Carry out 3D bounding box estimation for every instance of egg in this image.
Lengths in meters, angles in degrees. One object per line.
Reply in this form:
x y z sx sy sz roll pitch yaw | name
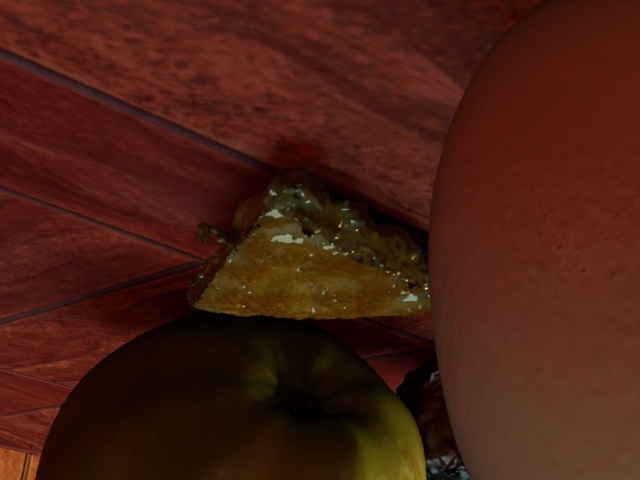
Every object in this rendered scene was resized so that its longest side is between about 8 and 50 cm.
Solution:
0.213 0.007 0.624 0.354 0.340 0.354 -22 155 -11 | egg

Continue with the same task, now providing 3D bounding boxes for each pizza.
0.000 0.000 1.046 0.280 0.075 0.287 1 158 5 | pizza

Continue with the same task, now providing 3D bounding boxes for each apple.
-0.100 0.300 1.369 0.473 0.473 0.473 6 161 2 | apple

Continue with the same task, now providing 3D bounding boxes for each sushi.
0.261 0.246 1.458 0.343 0.196 0.182 3 167 11 | sushi
